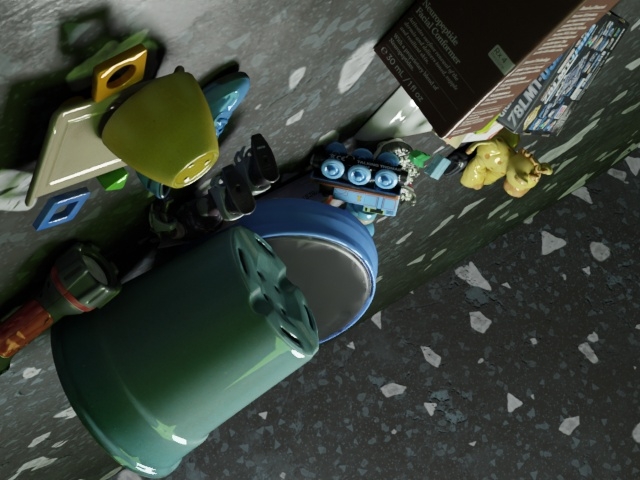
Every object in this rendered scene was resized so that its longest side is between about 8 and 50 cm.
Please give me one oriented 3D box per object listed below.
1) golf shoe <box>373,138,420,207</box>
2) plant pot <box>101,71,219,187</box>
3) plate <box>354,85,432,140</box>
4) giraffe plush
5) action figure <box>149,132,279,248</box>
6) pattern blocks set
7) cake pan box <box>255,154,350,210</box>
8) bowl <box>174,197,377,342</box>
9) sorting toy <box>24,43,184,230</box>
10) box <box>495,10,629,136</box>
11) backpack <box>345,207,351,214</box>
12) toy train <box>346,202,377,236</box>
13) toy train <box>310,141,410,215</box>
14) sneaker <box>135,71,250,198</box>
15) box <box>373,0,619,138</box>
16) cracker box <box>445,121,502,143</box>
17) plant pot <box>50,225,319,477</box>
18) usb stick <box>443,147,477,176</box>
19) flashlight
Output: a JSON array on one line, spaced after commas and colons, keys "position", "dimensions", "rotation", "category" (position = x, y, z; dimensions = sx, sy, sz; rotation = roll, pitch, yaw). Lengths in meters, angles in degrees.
[{"position": [0.133, -0.151, 2.005], "dimensions": [0.105, 0.120, 0.273], "rotation": [-9, 162, 0], "category": "golf shoe"}, {"position": [-0.175, -0.119, 1.206], "dimensions": [0.134, 0.095, 0.134], "rotation": [-37, 169, -9], "category": "plant pot"}, {"position": [0.229, -0.280, 1.924], "dimensions": [0.278, 0.045, 0.277], "rotation": [-17, 159, -51], "category": "plate"}, {"position": [0.457, -0.179, 2.443], "dimensions": [0.181, 0.170, 0.210], "rotation": [-43, 155, -17], "category": "giraffe plush"}, {"position": [-0.168, -0.063, 1.612], "dimensions": [0.185, 0.099, 0.285], "rotation": [-34, -177, -35], "category": "action figure"}, {"position": [0.277, -0.261, 1.877], "dimensions": [0.324, 0.026, 0.285], "rotation": [-51, 157, 2], "category": "pattern blocks set"}, {"position": [-0.059, -0.039, 2.019], "dimensions": [0.246, 0.070, 0.267], "rotation": [-26, 164, -27], "category": "cake pan box"}, {"position": [-0.081, 0.080, 1.910], "dimensions": [0.391, 0.077, 0.391], "rotation": [-6, 140, -5], "category": "bowl"}, {"position": [-0.267, -0.135, 1.226], "dimensions": [0.196, 0.047, 0.347], "rotation": [-30, 167, -37], "category": "sorting toy"}, {"position": [0.501, -0.354, 2.110], "dimensions": [0.293, 0.073, 0.295], "rotation": [-7, 132, -60], "category": "box"}, {"position": [0.037, -0.030, 2.219], "dimensions": [0.098, 0.101, 0.120], "rotation": [36, 76, -80], "category": "backpack"}, {"position": [0.000, 0.000, 1.979], "dimensions": [0.248, 0.105, 0.143], "rotation": [-16, 142, -35], "category": "toy train"}, {"position": [0.069, -0.111, 1.865], "dimensions": [0.080, 0.184, 0.105], "rotation": [-78, 179, -50], "category": "toy train"}, {"position": [-0.163, -0.140, 1.383], "dimensions": [0.209, 0.082, 0.069], "rotation": [-40, 164, 14], "category": "sneaker"}, {"position": [0.277, -0.341, 1.511], "dimensions": [0.143, 0.191, 0.381], "rotation": [-18, 158, -52], "category": "box"}, {"position": [0.352, -0.282, 2.166], "dimensions": [0.156, 0.067, 0.232], "rotation": [-44, 165, 30], "category": "cracker box"}, {"position": [-0.207, 0.163, 1.698], "dimensions": [0.334, 0.341, 0.341], "rotation": [-33, 168, 14], "category": "plant pot"}, {"position": [0.397, -0.210, 2.573], "dimensions": [0.278, 0.045, 0.077], "rotation": [-19, 159, -50], "category": "usb stick"}, {"position": [-0.449, 0.126, 1.577], "dimensions": [0.304, 0.103, 0.103], "rotation": [-37, 140, 12], "category": "flashlight"}]
